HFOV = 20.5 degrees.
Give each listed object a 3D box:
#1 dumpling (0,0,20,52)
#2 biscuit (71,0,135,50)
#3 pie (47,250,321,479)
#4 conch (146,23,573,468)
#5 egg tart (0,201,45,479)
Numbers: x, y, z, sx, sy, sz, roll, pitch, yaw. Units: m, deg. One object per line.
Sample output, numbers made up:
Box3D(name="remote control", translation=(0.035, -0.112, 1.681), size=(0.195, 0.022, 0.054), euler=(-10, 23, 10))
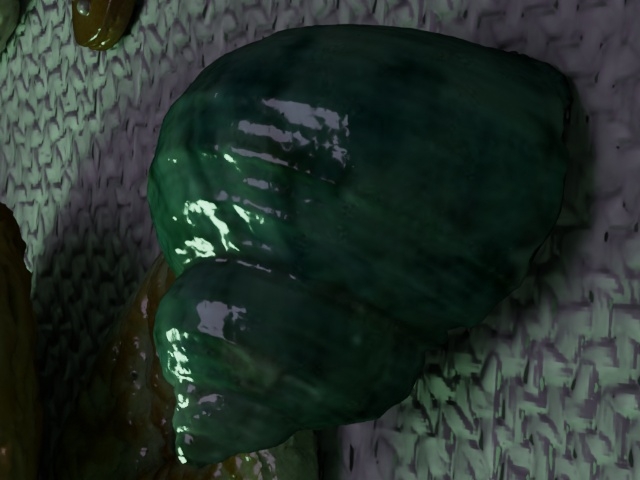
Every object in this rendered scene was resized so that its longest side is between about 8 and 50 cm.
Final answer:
Box3D(name="dumpling", translation=(-0.269, -0.195, 1.249), size=(0.136, 0.118, 0.199), euler=(32, 141, 40))
Box3D(name="biscuit", translation=(-0.121, -0.212, 1.082), size=(0.138, 0.031, 0.205), euler=(52, 130, 51))
Box3D(name="pie", translation=(-0.077, 0.114, 0.936), size=(0.240, 0.054, 0.240), euler=(-5, 84, 56))
Box3D(name="conch", translation=(-0.003, 0.003, 0.767), size=(0.196, 0.134, 0.202), euler=(25, 106, 58))
Box3D(name="egg tart", translation=(-0.237, 0.145, 1.057), size=(0.352, 0.150, 0.352), euler=(179, 90, -76))
